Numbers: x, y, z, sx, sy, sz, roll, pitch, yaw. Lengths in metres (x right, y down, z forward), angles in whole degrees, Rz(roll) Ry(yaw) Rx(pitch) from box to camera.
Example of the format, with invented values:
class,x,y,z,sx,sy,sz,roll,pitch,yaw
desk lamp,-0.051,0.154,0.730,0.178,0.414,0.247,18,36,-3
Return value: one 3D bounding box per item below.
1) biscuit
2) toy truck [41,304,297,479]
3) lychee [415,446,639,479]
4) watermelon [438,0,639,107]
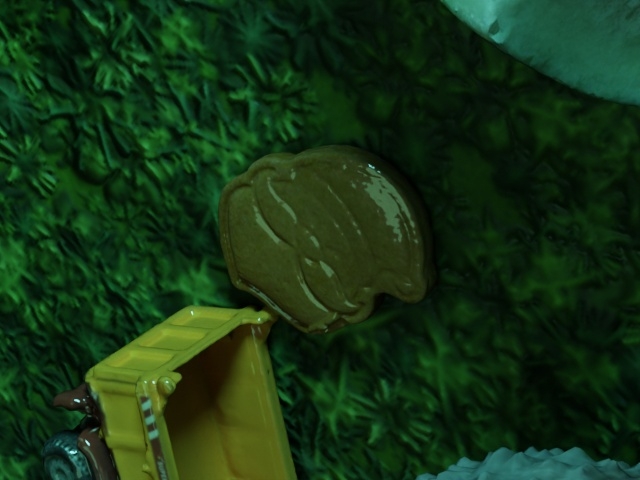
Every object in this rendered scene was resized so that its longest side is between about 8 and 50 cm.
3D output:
class,x,y,z,sx,sy,sz,roll,pitch,yaw
biscuit,0.000,0.000,1.008,0.130,0.019,0.102,-14,106,39
toy truck,-0.063,0.174,1.090,0.135,0.114,0.270,4,115,37
lychee,0.116,0.234,0.904,0.300,0.300,0.300,16,123,26
watermelon,0.096,-0.195,0.775,0.232,0.193,0.310,-27,85,60
